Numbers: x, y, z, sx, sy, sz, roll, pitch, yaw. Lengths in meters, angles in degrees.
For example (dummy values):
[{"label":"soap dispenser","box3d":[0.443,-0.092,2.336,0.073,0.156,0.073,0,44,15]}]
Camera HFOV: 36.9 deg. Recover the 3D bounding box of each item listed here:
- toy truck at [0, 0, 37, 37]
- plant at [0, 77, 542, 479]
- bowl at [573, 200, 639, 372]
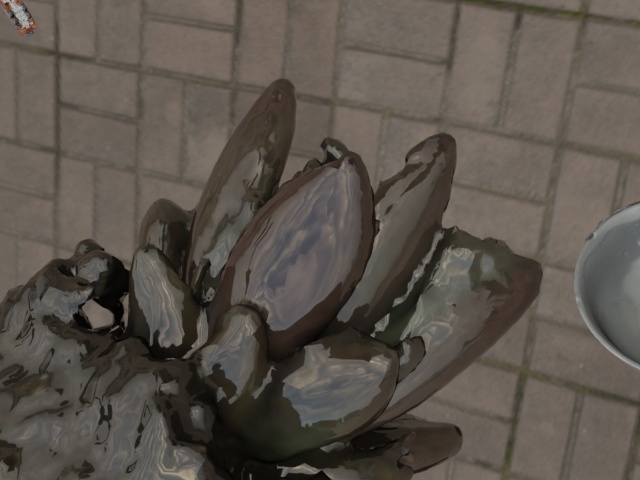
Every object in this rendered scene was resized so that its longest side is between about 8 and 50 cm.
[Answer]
[{"label":"toy truck","box3d":[-0.353,-0.271,1.094,0.024,0.032,0.083,-34,92,-14]},{"label":"plant","box3d":[-0.062,0.078,0.424,0.182,0.320,0.194,31,159,34]},{"label":"bowl","box3d":[0.311,0.057,0.815,0.189,0.189,0.086,11,146,22]}]
